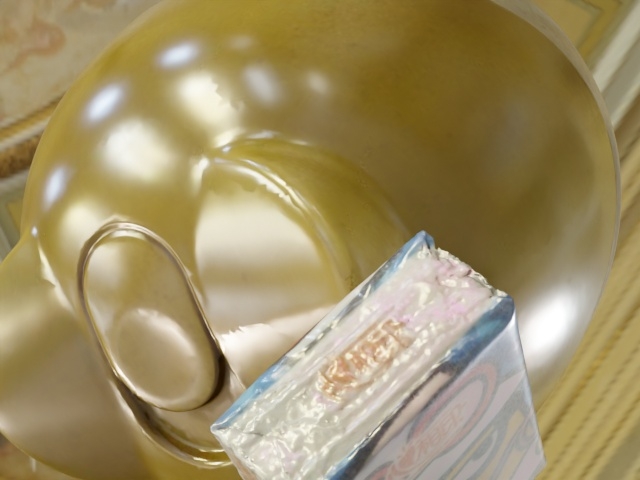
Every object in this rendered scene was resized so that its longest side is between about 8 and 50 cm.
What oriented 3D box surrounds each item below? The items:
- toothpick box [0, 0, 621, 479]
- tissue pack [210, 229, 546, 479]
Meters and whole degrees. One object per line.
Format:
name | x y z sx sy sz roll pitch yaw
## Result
toothpick box | 0.000 0.000 0.929 0.409 0.425 0.409 13 -63 26
tissue pack | 0.031 0.084 0.525 0.115 0.065 0.155 -43 -34 -15
